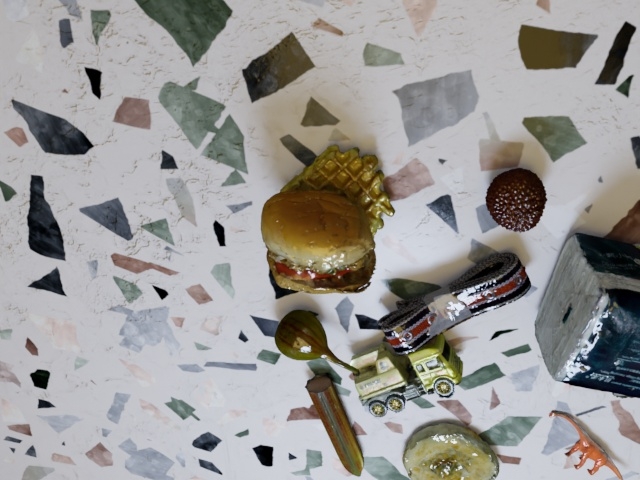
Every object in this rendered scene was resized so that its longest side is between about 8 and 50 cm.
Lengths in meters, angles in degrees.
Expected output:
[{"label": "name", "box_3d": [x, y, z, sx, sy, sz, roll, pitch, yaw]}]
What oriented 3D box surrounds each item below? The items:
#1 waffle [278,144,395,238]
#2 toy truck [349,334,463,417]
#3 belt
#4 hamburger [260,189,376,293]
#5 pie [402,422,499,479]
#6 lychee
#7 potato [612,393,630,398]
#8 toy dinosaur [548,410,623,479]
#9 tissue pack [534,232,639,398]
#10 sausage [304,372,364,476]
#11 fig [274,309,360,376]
[{"label": "waffle", "box_3d": [0.061, -0.095, 1.190, 0.229, 0.057, 0.219, 42, 117, -16]}, {"label": "toy truck", "box_3d": [0.204, 0.321, 1.358, 0.272, 0.124, 0.157, -26, 101, 24]}, {"label": "belt", "box_3d": [0.301, 0.147, 1.245, 0.360, 0.126, 0.094, -30, 103, 18]}, {"label": "hamburger", "box_3d": [0.000, 0.000, 1.091, 0.244, 0.244, 0.163, 5, 117, 6]}, {"label": "pie", "box_3d": [0.364, 0.622, 1.528, 0.274, 0.055, 0.274, 4, 118, 7]}, {"label": "lychee", "box_3d": [0.402, -0.080, 1.112, 0.123, 0.123, 0.129, -33, 73, 23]}, {"label": "potato", "box_3d": [0.757, 0.330, 1.309, 0.122, 0.061, 0.086, -7, 117, 14]}, {"label": "toy dinosaur", "box_3d": [0.700, 0.555, 1.444, 0.280, 0.055, 0.101, 35, 108, -8]}, {"label": "tissue pack", "box_3d": [0.702, 0.175, 1.123, 0.417, 0.253, 0.264, 11, 120, 3]}, {"label": "sausage", "box_3d": [0.055, 0.530, 1.519, 0.082, 0.082, 0.371, -13, 116, 15]}, {"label": "fig", "box_3d": [-0.004, 0.269, 1.340, 0.236, 0.124, 0.124, 36, 118, 6]}]
